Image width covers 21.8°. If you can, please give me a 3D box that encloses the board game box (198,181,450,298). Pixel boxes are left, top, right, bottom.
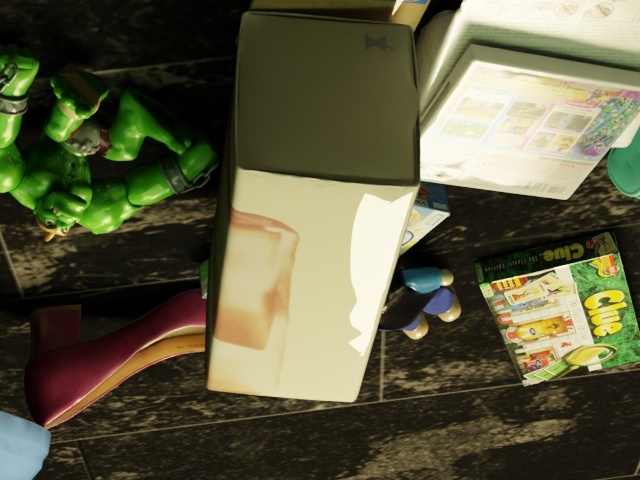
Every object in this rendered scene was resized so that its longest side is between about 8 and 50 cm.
[{"bbox_3d":[0.000,0.000,1.455,0.136,0.035,0.201,11,145,-30],"label":"board game box"}]

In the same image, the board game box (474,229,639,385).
[{"bbox_3d":[0.244,0.073,1.656,0.136,0.030,0.259,-16,150,9],"label":"board game box"}]

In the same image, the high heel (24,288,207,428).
[{"bbox_3d":[-0.149,0.111,1.528,0.244,0.117,0.082,-1,150,-12],"label":"high heel"}]

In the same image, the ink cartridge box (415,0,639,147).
[{"bbox_3d":[0.174,-0.156,1.218,0.189,0.066,0.232,0,141,-14],"label":"ink cartridge box"}]

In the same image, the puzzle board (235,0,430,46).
[{"bbox_3d":[0.012,-0.166,1.190,0.128,0.011,0.096,1,148,-18],"label":"puzzle board"}]

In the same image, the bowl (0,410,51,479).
[{"bbox_3d":[-0.435,0.166,1.445,0.391,0.077,0.391,10,166,2],"label":"bowl"}]

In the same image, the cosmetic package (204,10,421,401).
[{"bbox_3d":[-0.013,-0.016,1.251,0.129,0.153,0.296,5,143,-6],"label":"cosmetic package"}]

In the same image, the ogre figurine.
[{"bbox_3d":[-0.180,-0.065,1.242,0.118,0.097,0.197,-47,151,24],"label":"ogre figurine"}]

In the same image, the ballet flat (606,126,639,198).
[{"bbox_3d":[0.308,-0.120,1.298,0.087,0.083,0.247,-22,159,-28],"label":"ballet flat"}]

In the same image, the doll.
[{"bbox_3d":[0.065,0.058,1.504,0.129,0.046,0.189,-30,162,14],"label":"doll"}]

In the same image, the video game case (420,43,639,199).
[{"bbox_3d":[0.152,-0.086,1.252,0.157,0.019,0.143,7,143,-22],"label":"video game case"}]
